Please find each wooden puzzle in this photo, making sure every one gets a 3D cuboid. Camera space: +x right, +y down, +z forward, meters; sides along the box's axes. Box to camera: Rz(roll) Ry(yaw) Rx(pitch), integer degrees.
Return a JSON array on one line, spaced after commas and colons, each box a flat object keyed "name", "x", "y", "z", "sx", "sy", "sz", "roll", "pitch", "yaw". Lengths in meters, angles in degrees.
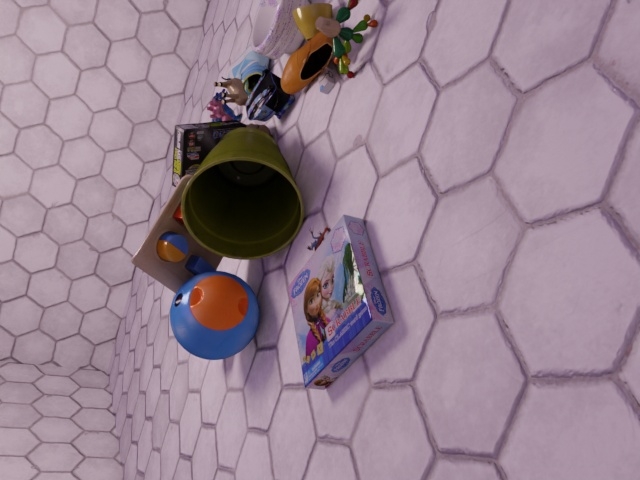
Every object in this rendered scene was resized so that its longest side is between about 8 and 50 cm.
[{"name": "wooden puzzle", "x": -0.424, "y": 0.005, "z": 1.870, "sx": 0.080, "sy": 0.322, "sz": 0.348, "roll": 15, "pitch": 68, "yaw": 38}]

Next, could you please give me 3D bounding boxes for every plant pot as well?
[{"name": "plant pot", "x": -0.021, "y": -0.716, "z": 1.829, "sx": 0.134, "sy": 0.134, "sz": 0.095, "roll": 11, "pitch": 112, "yaw": 62}, {"name": "plant pot", "x": -0.242, "y": -0.188, "z": 1.802, "sx": 0.367, "sy": 0.366, "sz": 0.353, "roll": -58, "pitch": 21, "yaw": 30}]

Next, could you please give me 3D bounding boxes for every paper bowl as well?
[{"name": "paper bowl", "x": -0.136, "y": -0.808, "z": 2.036, "sx": 0.284, "sy": 0.147, "sz": 0.285, "roll": -33, "pitch": 50, "yaw": 53}]

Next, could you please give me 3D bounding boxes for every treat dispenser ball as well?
[{"name": "treat dispenser ball", "x": -0.343, "y": 0.243, "z": 1.805, "sx": 0.288, "sy": 0.287, "sz": 0.289, "roll": -34, "pitch": 50, "yaw": 52}]

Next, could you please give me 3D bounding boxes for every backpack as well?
[{"name": "backpack", "x": -0.192, "y": -0.505, "z": 2.012, "sx": 0.173, "sy": 0.116, "sz": 0.158, "roll": -48, "pitch": 40, "yaw": 25}]

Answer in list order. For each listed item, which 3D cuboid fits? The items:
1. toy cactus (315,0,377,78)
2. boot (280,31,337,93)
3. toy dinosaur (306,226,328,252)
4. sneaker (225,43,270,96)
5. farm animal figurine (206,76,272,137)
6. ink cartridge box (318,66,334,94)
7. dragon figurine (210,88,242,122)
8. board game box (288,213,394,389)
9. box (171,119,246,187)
[{"name": "toy cactus", "x": 0.065, "y": -0.581, "z": 1.557, "sx": 0.112, "sy": 0.180, "sz": 0.219, "roll": 27, "pitch": 108, "yaw": 41}, {"name": "boot", "x": -0.051, "y": -0.549, "z": 1.763, "sx": 0.295, "sy": 0.104, "sz": 0.211, "roll": -44, "pitch": 20, "yaw": 34}, {"name": "toy dinosaur", "x": 0.000, "y": 0.000, "z": 1.574, "sx": 0.082, "sy": 0.047, "sz": 0.090, "roll": -31, "pitch": 85, "yaw": 42}, {"name": "sneaker", "x": -0.320, "y": -0.662, "z": 2.333, "sx": 0.319, "sy": 0.127, "sz": 0.209, "roll": -37, "pitch": 46, "yaw": 51}, {"name": "farm animal figurine", "x": -0.297, "y": -0.440, "z": 2.152, "sx": 0.326, "sy": 0.172, "sz": 0.331, "roll": 38, "pitch": 127, "yaw": 40}, {"name": "ink cartridge box", "x": 0.018, "y": -0.511, "z": 1.751, "sx": 0.048, "sy": 0.028, "sz": 0.083, "roll": -44, "pitch": 41, "yaw": 44}, {"name": "dragon figurine", "x": -0.436, "y": -0.519, "z": 2.459, "sx": 0.085, "sy": 0.143, "sz": 0.290, "roll": 12, "pitch": 89, "yaw": 62}, {"name": "board game box", "x": 0.034, "y": 0.156, "z": 1.391, "sx": 0.319, "sy": 0.065, "sz": 0.318, "roll": -53, "pitch": 36, "yaw": 37}, {"name": "box", "x": -0.389, "y": -0.303, "z": 1.945, "sx": 0.060, "sy": 0.270, "sz": 0.217, "roll": 29, "pitch": 120, "yaw": 34}]
